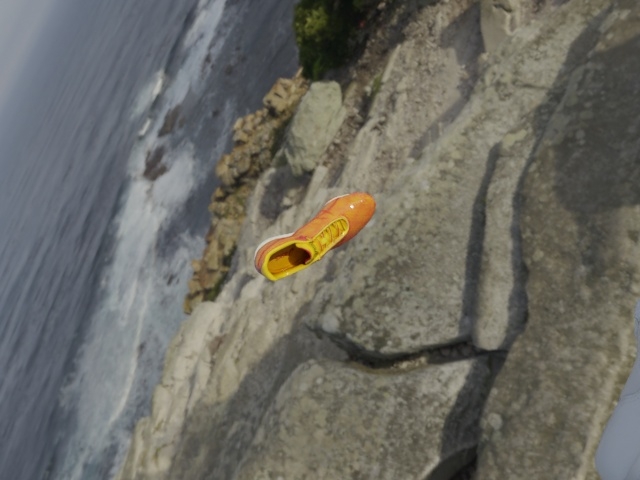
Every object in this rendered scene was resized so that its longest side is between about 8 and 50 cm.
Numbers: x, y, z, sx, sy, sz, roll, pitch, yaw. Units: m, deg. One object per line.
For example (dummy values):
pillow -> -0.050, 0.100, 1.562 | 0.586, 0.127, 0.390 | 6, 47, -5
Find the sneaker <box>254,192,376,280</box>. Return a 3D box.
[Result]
sneaker -> 0.000, 0.000, 0.795 | 0.175, 0.064, 0.067 | -34, 25, -7

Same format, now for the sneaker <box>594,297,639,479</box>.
sneaker -> 0.231, 0.012, 0.332 | 0.297, 0.111, 0.129 | -64, 30, 13
